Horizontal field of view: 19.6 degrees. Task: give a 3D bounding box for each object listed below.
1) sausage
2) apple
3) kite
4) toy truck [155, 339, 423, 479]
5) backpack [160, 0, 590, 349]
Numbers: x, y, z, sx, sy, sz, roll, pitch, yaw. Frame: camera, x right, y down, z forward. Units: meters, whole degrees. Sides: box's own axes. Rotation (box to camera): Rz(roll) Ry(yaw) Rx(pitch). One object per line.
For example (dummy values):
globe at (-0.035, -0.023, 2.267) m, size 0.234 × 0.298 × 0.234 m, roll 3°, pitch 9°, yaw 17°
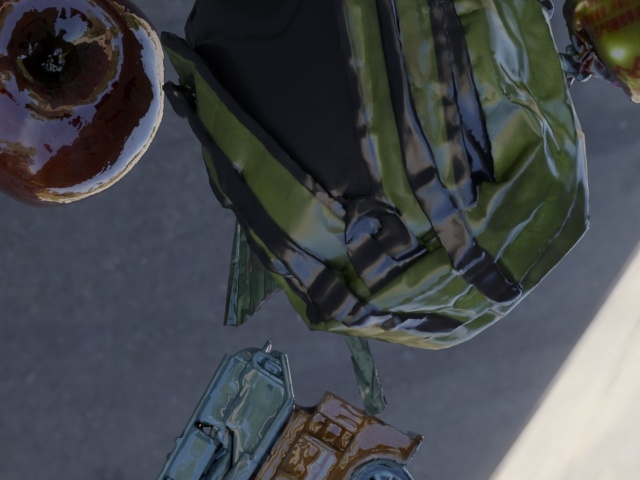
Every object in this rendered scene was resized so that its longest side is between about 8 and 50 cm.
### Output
sausage at (0.308, -0.197, 1.505) m, size 0.125 × 0.317 × 0.117 m, roll 37°, pitch 48°, yaw -29°
apple at (-0.247, -0.138, 1.701) m, size 0.234 × 0.234 × 0.234 m, roll -43°, pitch 154°, yaw -27°
kite at (0.001, 0.000, 1.223) m, size 0.012 × 0.250 × 0.229 m, roll 2°, pitch 147°, yaw -43°
toy truck at (-0.071, 0.256, 1.426) m, size 0.338 × 0.184 × 0.133 m, roll -57°, pitch 178°, yaw -4°
backpack at (0.030, -0.071, 0.940) m, size 0.140 × 0.253 × 0.207 m, roll 11°, pitch 140°, yaw -44°
